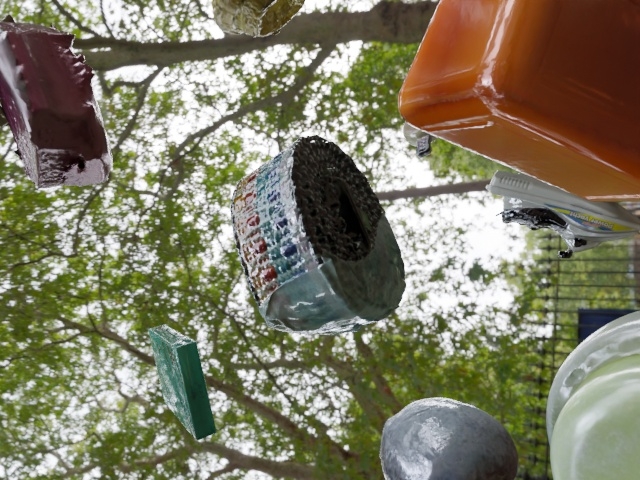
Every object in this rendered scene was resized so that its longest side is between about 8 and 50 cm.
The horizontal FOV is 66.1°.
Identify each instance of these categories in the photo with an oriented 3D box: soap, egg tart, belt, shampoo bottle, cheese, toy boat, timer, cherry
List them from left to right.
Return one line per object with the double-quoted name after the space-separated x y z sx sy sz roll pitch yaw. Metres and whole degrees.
-0.447 -0.220 0.809 0.127 0.220 0.324 -20 -113 -32 "soap"
-0.122 -0.593 1.194 0.115 0.290 0.290 56 -141 1 "egg tart"
0.000 0.000 0.654 0.207 0.150 0.257 -9 -105 -54 "belt"
0.234 -0.240 1.088 0.047 0.092 0.171 47 -164 -29 "cheese"
0.256 0.447 0.985 0.218 0.296 0.254 22 -87 -43 "cherry"
0.449 -0.049 0.932 0.141 0.269 0.140 -35 -35 -29 "toy boat"
0.239 -0.181 0.413 0.258 0.161 0.249 20 -87 -12 "timer"
0.448 0.233 0.575 0.318 0.323 0.322 -15 -80 -44 "shampoo bottle"

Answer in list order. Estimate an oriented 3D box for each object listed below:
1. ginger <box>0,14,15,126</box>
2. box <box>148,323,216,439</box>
-0.678 -0.339 0.926 0.413 0.212 0.358 119 141 -76 "ginger"
-0.256 0.246 0.891 0.042 0.226 0.160 -15 -84 -30 "box"
